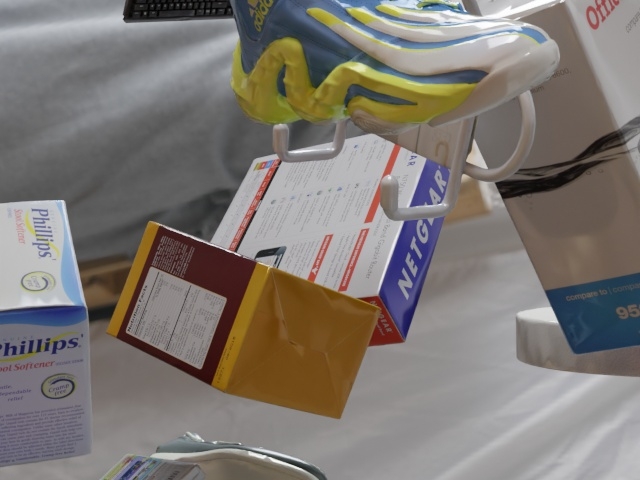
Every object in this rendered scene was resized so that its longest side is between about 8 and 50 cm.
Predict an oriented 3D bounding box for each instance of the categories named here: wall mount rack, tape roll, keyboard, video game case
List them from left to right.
[{"bbox_3d":[-0.243,0.316,1.168,0.212,0.193,0.023,-43,107,-29],"label":"video game case"},{"bbox_3d":[-0.146,-0.304,1.256,0.180,0.023,0.108,-15,134,-45],"label":"keyboard"},{"bbox_3d":[0.062,-0.195,1.060,0.350,0.130,0.304,32,-61,50],"label":"wall mount rack"},{"bbox_3d":[0.480,0.140,1.563,0.392,0.391,0.072,-2,91,-77],"label":"tape roll"}]

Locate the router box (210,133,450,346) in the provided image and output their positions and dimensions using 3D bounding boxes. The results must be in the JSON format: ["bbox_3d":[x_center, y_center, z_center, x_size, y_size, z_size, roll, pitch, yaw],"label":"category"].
[{"bbox_3d":[0.000,0.000,1.387,0.082,0.301,0.335,60,37,-32],"label":"router box"}]

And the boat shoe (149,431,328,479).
[{"bbox_3d":[-0.103,0.302,1.429,0.099,0.319,0.116,-39,114,-45],"label":"boat shoe"}]

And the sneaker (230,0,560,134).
[{"bbox_3d":[0.021,-0.132,0.624,0.091,0.240,0.126,-33,114,-40],"label":"sneaker"}]

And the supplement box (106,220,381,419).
[{"bbox_3d":[-0.080,0.085,1.139,0.191,0.194,0.129,23,87,-49],"label":"supplement box"}]

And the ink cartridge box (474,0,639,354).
[{"bbox_3d":[0.321,-0.118,1.208,0.285,0.166,0.395,-46,114,-47],"label":"ink cartridge box"}]

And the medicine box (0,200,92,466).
[{"bbox_3d":[-0.426,0.132,1.568,0.263,0.149,0.289,-118,-152,-50],"label":"medicine box"}]
